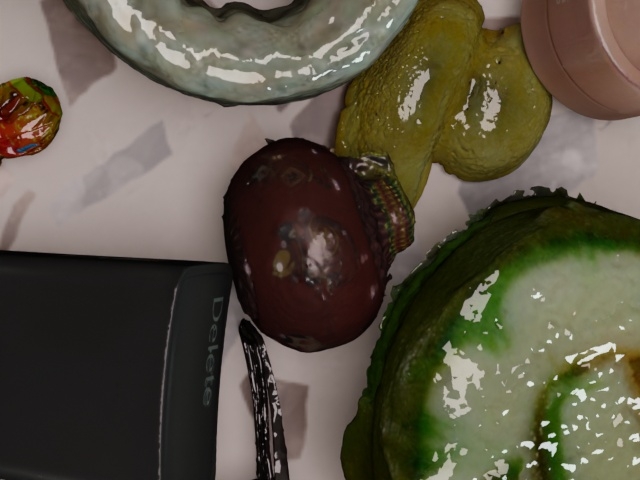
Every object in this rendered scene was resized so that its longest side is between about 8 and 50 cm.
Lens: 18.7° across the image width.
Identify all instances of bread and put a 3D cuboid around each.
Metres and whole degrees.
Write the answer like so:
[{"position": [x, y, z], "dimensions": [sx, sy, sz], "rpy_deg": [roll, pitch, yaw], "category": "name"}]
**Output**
[{"position": [0.211, 0.134, 1.403], "dimensions": [0.382, 0.129, 0.366], "rpy_deg": [-27, 111, -18], "category": "bread"}, {"position": [0.098, -0.092, 1.456], "dimensions": [0.149, 0.065, 0.188], "rpy_deg": [34, 85, -14], "category": "bread"}]

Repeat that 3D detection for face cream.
[{"position": [0.237, -0.167, 1.437], "dimensions": [0.149, 0.104, 0.149], "rpy_deg": [2, 86, -23], "category": "face cream"}]

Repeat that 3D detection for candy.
[{"position": [-0.262, -0.037, 1.407], "dimensions": [0.060, 0.060, 0.201], "rpy_deg": [41, 94, -9], "category": "candy"}]

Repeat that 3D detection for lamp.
[{"position": [0.001, 0.000, 1.393], "dimensions": [0.135, 0.156, 0.157], "rpy_deg": [-11, 94, -7], "category": "lamp"}]

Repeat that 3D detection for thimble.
[{"position": [-0.050, -0.237, 1.357], "dimensions": [0.291, 0.195, 0.292], "rpy_deg": [-1, 94, -9], "category": "thimble"}]

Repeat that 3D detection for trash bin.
[{"position": [-0.189, 0.088, 1.355], "dimensions": [0.225, 0.115, 0.165], "rpy_deg": [5, 93, 17], "category": "trash bin"}]

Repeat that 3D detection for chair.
[{"position": [-0.072, 0.172, 1.428], "dimensions": [0.101, 0.084, 0.213], "rpy_deg": [-16, 95, -13], "category": "chair"}]
